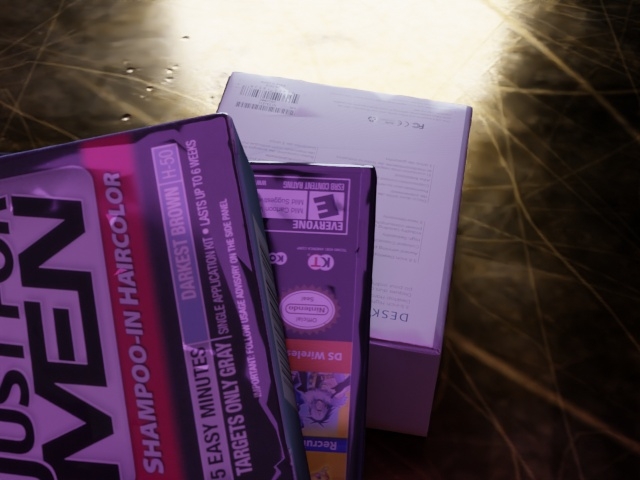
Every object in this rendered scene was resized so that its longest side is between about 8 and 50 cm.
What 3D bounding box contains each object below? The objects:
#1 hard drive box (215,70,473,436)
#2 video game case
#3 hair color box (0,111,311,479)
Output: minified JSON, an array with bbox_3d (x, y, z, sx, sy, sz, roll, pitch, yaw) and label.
[{"bbox_3d":[0.000,0.000,0.770,0.181,0.089,0.232,9,46,6],"label":"hard drive box"},{"bbox_3d":[-0.110,0.074,0.643,0.274,0.035,0.248,2,74,4],"label":"video game case"},{"bbox_3d":[-0.205,0.074,0.571,0.374,0.113,0.185,-12,75,1],"label":"hair color box"}]
